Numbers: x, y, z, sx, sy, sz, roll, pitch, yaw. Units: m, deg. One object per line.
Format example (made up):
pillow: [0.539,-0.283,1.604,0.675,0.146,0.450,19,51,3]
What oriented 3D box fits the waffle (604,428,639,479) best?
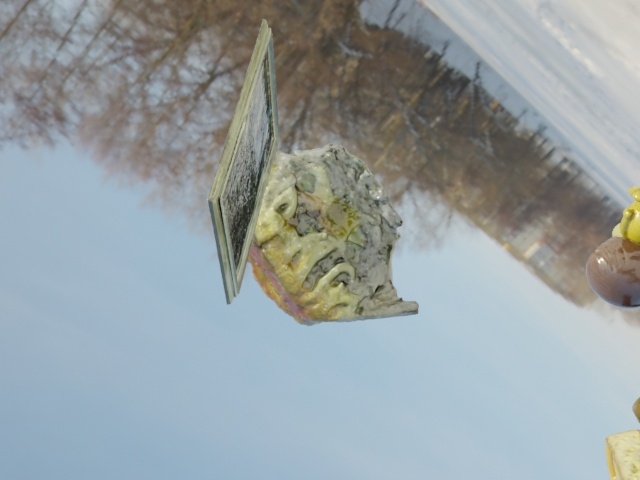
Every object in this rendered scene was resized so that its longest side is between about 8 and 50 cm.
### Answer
waffle: [0.448,0.396,1.281,0.274,0.057,0.168,-58,-40,-73]

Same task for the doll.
doll: [0.426,0.009,1.194,0.145,0.188,0.096,7,-153,-24]

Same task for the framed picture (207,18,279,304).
framed picture: [-0.056,-0.061,0.727,0.011,0.142,0.183,8,-124,6]

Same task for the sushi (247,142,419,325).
sushi: [0.000,0.000,1.169,0.274,0.184,0.139,57,160,-6]

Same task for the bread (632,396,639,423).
bread: [0.499,0.230,1.306,0.072,0.106,0.053,44,-170,26]
